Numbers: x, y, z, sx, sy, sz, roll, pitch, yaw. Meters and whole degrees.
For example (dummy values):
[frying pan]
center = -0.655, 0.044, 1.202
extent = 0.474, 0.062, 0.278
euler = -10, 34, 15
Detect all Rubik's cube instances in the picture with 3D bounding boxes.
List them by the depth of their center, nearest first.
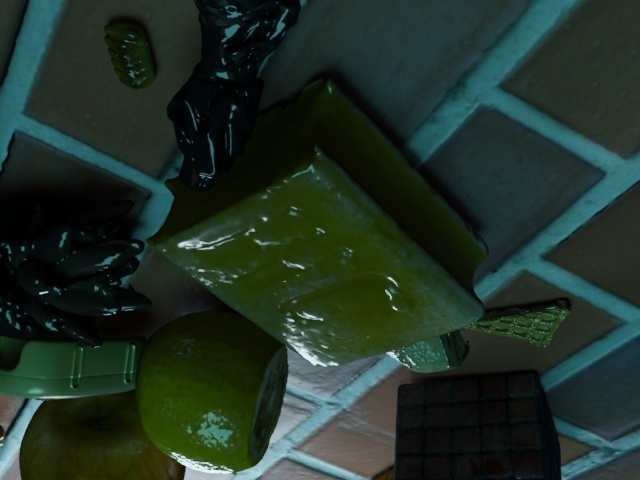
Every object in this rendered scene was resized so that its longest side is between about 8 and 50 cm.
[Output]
[Rubik's cube]
center = 0.257, 0.376, 1.333
extent = 0.238, 0.237, 0.236
euler = -7, 135, 19

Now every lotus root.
[lotus root]
center = 0.128, 0.135, 1.198
extent = 0.144, 0.070, 0.143
euler = -17, 118, 36

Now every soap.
[soap]
center = 0.000, 0.000, 1.029
extent = 0.294, 0.156, 0.335
euler = -23, 131, 33

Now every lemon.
[lemon]
center = -0.173, 0.221, 1.253
extent = 0.219, 0.240, 0.240
euler = 14, 140, 11

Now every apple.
[apple]
center = -0.370, 0.364, 1.430
extent = 0.286, 0.286, 0.233
euler = 11, 132, -1

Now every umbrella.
[umbrella]
center = -0.100, -0.166, 0.860
extent = 0.110, 0.122, 0.272
euler = -13, 137, -41

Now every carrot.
[carrot]
center = 0.136, 0.466, 1.604
extent = 0.055, 0.055, 0.161
euler = 28, 143, -19

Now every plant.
[plant]
center = -0.385, 0.029, 1.119
extent = 0.321, 0.181, 0.194
euler = -3, 132, 12

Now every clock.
[clock]
center = -0.445, 0.174, 1.285
extent = 0.308, 0.096, 0.235
euler = 4, 179, 29

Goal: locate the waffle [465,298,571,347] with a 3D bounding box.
[waffle]
center = 0.268, 0.105, 1.188
extent = 0.153, 0.023, 0.097
euler = 13, 136, 1

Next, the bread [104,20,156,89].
[bread]
center = -0.212, -0.204, 0.930
extent = 0.049, 0.033, 0.088
euler = 9, 140, 11

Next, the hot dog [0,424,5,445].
[hot dog]
center = -0.711, 0.350, 1.611
extent = 0.213, 0.103, 0.146
euler = 19, 160, 4
